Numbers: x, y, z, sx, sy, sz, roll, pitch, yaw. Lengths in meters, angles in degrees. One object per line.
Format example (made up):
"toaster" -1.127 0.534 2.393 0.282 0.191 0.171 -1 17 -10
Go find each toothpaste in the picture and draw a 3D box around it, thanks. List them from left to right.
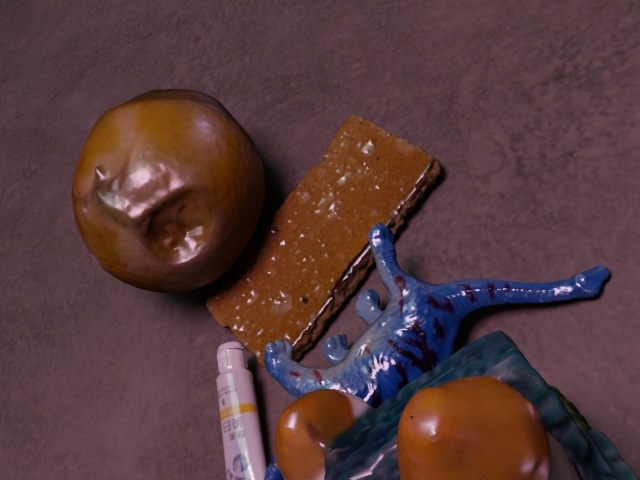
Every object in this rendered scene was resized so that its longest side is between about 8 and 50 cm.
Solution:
"toothpaste" -0.061 0.171 0.708 0.048 0.031 0.190 -25 58 23

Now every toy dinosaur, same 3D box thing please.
"toy dinosaur" 0.042 0.084 0.661 0.329 0.076 0.144 -37 51 -2

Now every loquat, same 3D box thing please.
"loquat" -0.141 -0.050 0.821 0.179 0.179 0.227 -43 27 7

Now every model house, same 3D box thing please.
"model house" 0.072 0.161 0.434 0.190 0.301 0.271 -33 46 7

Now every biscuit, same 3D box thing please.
"biscuit" 0.000 0.000 0.783 0.231 0.025 0.131 -52 43 0
